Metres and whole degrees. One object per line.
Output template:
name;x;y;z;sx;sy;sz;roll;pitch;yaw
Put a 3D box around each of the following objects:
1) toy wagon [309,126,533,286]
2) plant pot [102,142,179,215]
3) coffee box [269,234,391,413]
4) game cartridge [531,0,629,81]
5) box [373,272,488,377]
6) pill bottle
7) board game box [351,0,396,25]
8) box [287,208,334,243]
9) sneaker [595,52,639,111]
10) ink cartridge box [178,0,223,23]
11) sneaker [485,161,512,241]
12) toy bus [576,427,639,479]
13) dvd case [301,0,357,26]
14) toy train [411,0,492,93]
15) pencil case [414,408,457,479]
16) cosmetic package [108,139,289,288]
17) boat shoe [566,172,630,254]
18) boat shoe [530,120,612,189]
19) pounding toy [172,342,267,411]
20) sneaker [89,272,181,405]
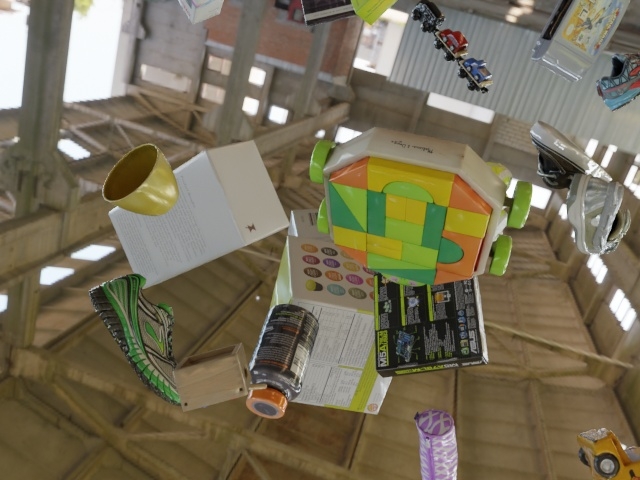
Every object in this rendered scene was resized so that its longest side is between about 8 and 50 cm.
toy wagon;0.124;-0.014;0.821;0.267;0.344;0.068;14;-121;13
plant pot;-0.322;-0.100;1.128;0.134;0.134;0.095;39;174;47
coffee box;0.031;0.231;1.712;0.334;0.338;0.337;11;-153;-10
game cartridge;0.679;-0.567;1.540;0.198;0.297;0.062;13;-158;-31
box;0.184;0.131;1.043;0.184;0.190;0.045;-15;144;23
pill bottle;-0.092;0.276;1.374;0.130;0.130;0.245;17;-131;2
board game box;0.127;-0.460;1.011;0.043;0.181;0.092;21;-136;-42
box;0.000;0.000;1.942;0.181;0.119;0.182;-4;-126;-13
sneaker;0.867;-0.480;1.654;0.125;0.262;0.104;48;172;0
ink cartridge box;-0.305;-0.659;1.481;0.093;0.154;0.212;-31;-178;-18
sneaker;0.323;-0.077;1.258;0.091;0.240;0.126;-31;-128;-28
toy bus;0.688;0.572;1.309;0.130;0.332;0.108;-22;172;1
dvd case;0.030;-0.563;1.221;0.165;0.221;0.018;-10;-171;7
toy train;0.176;-0.259;0.797;0.027;0.036;0.158;-23;-108;-35
pencil case;0.261;0.474;1.350;0.086;0.206;0.088;3;-148;25
cosmetic package;-0.315;-0.054;1.502;0.453;0.230;0.161;-20;-177;41
boat shoe;0.598;-0.045;1.269;0.103;0.118;0.320;11;164;35
boat shoe;0.519;-0.159;1.298;0.301;0.102;0.108;18;-148;-45
pounding toy;-0.172;0.245;1.063;0.130;0.100;0.141;-15;-179;-2
sneaker;-0.377;0.224;1.370;0.146;0.134;0.343;-32;-93;-22
